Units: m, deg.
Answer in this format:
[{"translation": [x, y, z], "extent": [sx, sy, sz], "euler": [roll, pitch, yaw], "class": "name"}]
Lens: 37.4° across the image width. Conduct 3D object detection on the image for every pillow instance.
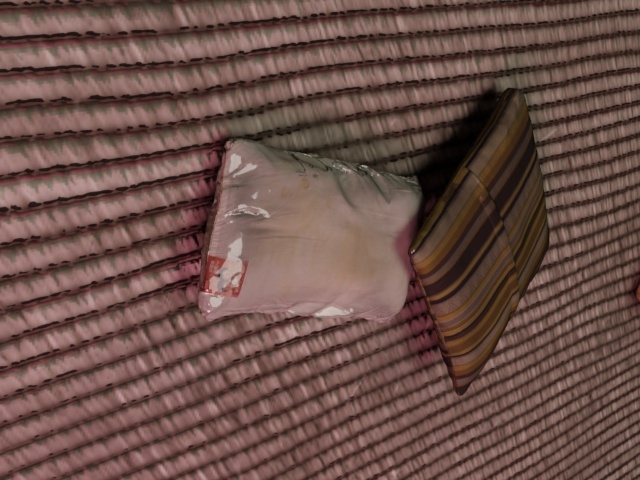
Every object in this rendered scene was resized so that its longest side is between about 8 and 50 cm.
[{"translation": [0.152, 0.005, 0.856], "extent": [0.208, 0.052, 0.212], "euler": [-56, 143, -30], "class": "pillow"}, {"translation": [0.000, 0.000, 0.722], "extent": [0.229, 0.051, 0.128], "euler": [6, 94, -47], "class": "pillow"}]

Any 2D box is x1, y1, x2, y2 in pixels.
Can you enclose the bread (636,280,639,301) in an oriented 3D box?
[{"translation": [0.524, 0.063, 1.224], "extent": [0.274, 0.114, 0.185], "euler": [36, 80, -44], "class": "bread"}]
